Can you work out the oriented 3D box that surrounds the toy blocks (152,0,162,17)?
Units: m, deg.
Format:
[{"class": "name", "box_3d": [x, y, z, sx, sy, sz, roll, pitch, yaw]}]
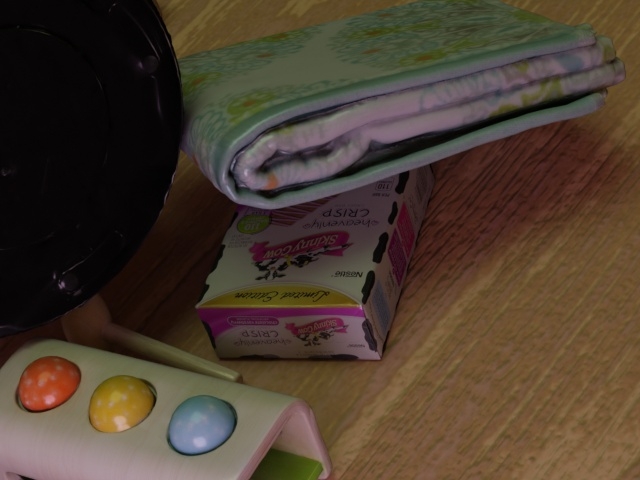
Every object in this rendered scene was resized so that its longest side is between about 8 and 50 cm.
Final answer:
[{"class": "toy blocks", "box_3d": [-0.239, -0.435, 2.012, 0.309, 0.260, 0.288, 21, 55, 39]}]

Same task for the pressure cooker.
[{"class": "pressure cooker", "box_3d": [-0.367, -0.139, 1.535, 0.420, 0.375, 0.370, 23, 71, 49]}]

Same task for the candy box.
[{"class": "candy box", "box_3d": [0.000, 0.000, 1.566, 0.159, 0.071, 0.233, -2, 44, 21]}]

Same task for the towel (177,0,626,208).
[{"class": "towel", "box_3d": [0.047, -0.137, 1.583, 0.374, 0.090, 0.320, -14, 18, -13]}]

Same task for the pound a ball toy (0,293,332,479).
[{"class": "pound a ball toy", "box_3d": [-0.145, 0.131, 1.432, 0.319, 0.136, 0.208, 11, 50, 32]}]
